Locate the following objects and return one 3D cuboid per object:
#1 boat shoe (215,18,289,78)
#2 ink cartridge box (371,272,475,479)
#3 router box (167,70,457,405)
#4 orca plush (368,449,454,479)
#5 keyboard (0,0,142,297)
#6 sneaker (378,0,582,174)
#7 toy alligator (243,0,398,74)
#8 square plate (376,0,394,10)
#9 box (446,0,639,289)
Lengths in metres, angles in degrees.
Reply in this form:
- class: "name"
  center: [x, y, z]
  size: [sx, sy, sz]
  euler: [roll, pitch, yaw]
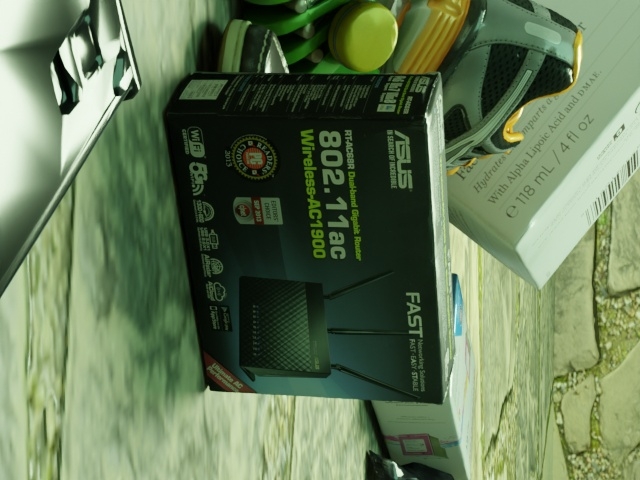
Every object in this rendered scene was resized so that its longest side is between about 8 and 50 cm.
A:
- class: "boat shoe"
  center: [-0.007, -0.028, 0.592]
  size: [0.152, 0.049, 0.056]
  euler: [75, 21, -51]
- class: "ink cartridge box"
  center: [0.067, 0.088, 0.924]
  size: [0.122, 0.052, 0.088]
  euler: [73, 20, -56]
- class: "router box"
  center: [0.000, 0.000, 0.533]
  size: [0.038, 0.092, 0.122]
  euler: [-68, 156, -57]
- class: "orca plush"
  center: [0.119, 0.238, 0.826]
  size: [0.287, 0.102, 0.151]
  euler: [-109, -179, -49]
- class: "keyboard"
  center: [-0.086, -0.144, 0.280]
  size: [0.201, 0.033, 0.317]
  euler: [-66, 156, -44]
- class: "sneaker"
  center: [0.058, -0.064, 0.710]
  size: [0.215, 0.083, 0.084]
  euler: [130, -28, -75]
- class: "toy alligator"
  center: [-0.013, -0.120, 0.572]
  size: [0.051, 0.056, 0.189]
  euler: [-31, 129, -22]
- class: "square plate"
  center: [0.051, -0.295, 0.629]
  size: [0.344, 0.049, 0.347]
  euler: [109, -9, -60]
- class: "box"
  center: [0.136, -0.084, 0.891]
  size: [0.181, 0.119, 0.182]
  euler: [-52, 164, 1]
